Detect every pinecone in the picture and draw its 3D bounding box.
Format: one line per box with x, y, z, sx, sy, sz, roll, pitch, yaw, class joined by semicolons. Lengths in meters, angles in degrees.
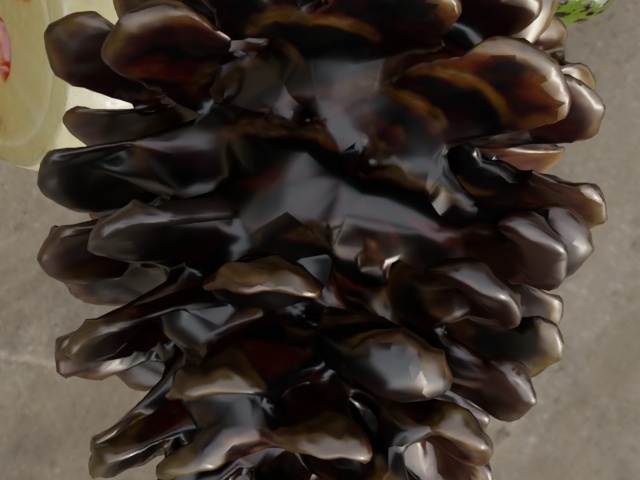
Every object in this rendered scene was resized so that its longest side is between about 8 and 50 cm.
-0.003;-0.001;0.496;0.246;0.292;0.246;4;150;2;pinecone

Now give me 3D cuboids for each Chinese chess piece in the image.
-0.199;-0.170;0.870;0.097;0.251;0.250;-21;125;-37;Chinese chess piece

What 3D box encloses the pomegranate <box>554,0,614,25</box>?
0.201;-0.252;1.084;0.122;0.162;0.122;-13;107;-53;pomegranate
